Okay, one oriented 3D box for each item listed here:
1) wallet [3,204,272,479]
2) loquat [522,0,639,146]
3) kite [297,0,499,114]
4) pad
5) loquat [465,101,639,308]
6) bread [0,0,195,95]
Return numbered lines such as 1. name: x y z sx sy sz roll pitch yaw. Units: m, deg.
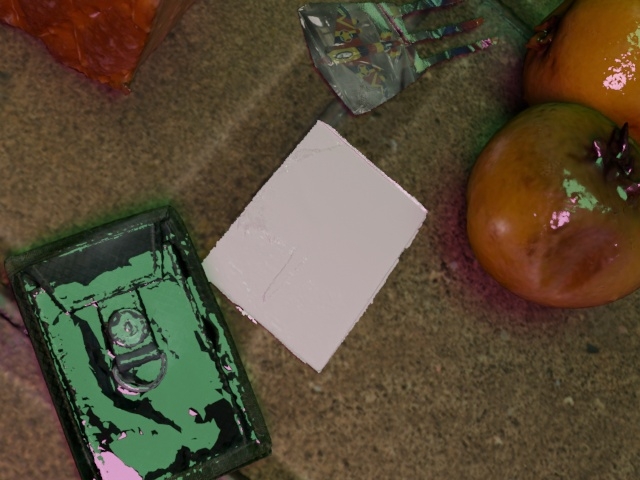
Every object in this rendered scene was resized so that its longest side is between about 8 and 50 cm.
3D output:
1. wallet: -0.150 0.099 0.798 0.160 0.055 0.236 -20 80 -24
2. loquat: 0.325 -0.189 1.053 0.208 0.208 0.208 10 66 -22
3. kite: 0.093 -0.226 1.065 0.245 0.015 0.141 -21 81 -27
4. pad: 0.000 0.000 0.935 0.156 0.004 0.232 40 58 -6
5. loquat: 0.248 -0.029 0.950 0.213 0.213 0.213 10 66 -22
6. bread: -0.208 -0.320 0.814 0.279 0.279 0.207 34 61 -6
